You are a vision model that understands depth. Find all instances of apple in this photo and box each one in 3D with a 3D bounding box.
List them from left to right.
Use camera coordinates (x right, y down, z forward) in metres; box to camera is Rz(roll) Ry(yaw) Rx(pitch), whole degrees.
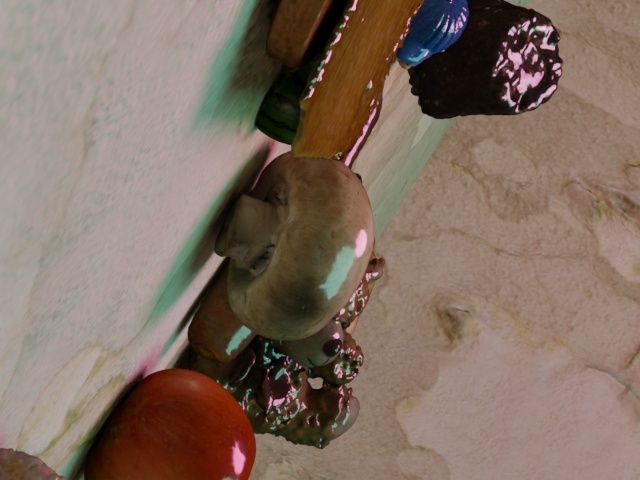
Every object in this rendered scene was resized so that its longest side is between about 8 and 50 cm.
[{"bbox_3d":[-0.133,0.203,1.451,0.163,0.139,0.163,-57,173,-12],"label":"apple"}]

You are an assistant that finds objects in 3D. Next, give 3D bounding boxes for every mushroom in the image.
[{"bbox_3d":[-0.026,0.001,1.366,0.166,0.127,0.166,-54,-160,31],"label":"mushroom"}]

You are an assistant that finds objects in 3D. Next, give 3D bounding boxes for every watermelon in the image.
[{"bbox_3d":[0.001,-0.114,1.243,0.105,0.062,0.105,-52,174,-8],"label":"watermelon"}]

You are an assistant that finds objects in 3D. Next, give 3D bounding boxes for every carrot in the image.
[{"bbox_3d":[-0.022,-0.027,1.559,0.342,0.070,0.070,-58,175,-17],"label":"carrot"}]

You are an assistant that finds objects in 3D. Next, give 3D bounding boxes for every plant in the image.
[{"bbox_3d":[0.165,-0.203,1.757,0.132,0.194,0.129,-15,105,-33],"label":"plant"}]

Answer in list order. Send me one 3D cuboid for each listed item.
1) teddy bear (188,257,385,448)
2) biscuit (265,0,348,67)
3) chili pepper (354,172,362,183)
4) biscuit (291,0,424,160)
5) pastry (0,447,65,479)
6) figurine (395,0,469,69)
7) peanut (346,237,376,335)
[{"bbox_3d":[-0.037,0.103,1.700,0.267,0.156,0.256,4,128,-50],"label":"teddy bear"},{"bbox_3d":[0.024,-0.207,1.037,0.192,0.036,0.186,-62,176,33],"label":"biscuit"},{"bbox_3d":[-0.001,0.001,1.856,0.099,0.083,0.253,-44,165,-30],"label":"chili pepper"},{"bbox_3d":[0.044,-0.160,1.111,0.232,0.013,0.237,-63,170,8],"label":"biscuit"},{"bbox_3d":[-0.205,0.225,1.102,0.103,0.112,0.265,-49,160,-26],"label":"pastry"},{"bbox_3d":[0.100,-0.209,1.564,0.149,0.087,0.086,78,7,-84],"label":"figurine"},{"bbox_3d":[0.006,0.063,2.060,0.253,0.122,0.137,-55,167,-56],"label":"peanut"}]
